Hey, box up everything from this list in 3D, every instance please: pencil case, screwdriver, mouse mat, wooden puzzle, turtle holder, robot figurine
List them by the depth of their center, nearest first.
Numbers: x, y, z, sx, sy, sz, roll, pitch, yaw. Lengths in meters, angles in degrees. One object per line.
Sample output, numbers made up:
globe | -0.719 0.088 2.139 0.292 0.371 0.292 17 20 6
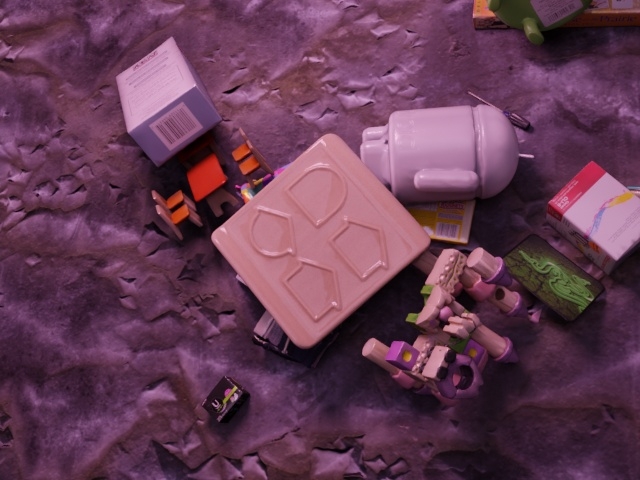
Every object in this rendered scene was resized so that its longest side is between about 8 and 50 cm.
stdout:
mouse mat | 0.470 0.071 1.406 0.189 0.007 0.152 42 51 21
wooden puzzle | 0.000 0.000 1.431 0.348 0.080 0.322 -40 76 -2
turtle holder | 0.431 -0.596 1.455 0.320 0.243 0.227 13 52 -19
robot figurine | 0.265 -0.183 1.472 0.353 0.200 0.300 -3 36 8
screwdriver | 0.407 -0.300 1.581 0.170 0.025 0.024 37 86 30
pencil case | -0.077 -0.131 1.612 0.236 0.104 0.104 -23 69 5

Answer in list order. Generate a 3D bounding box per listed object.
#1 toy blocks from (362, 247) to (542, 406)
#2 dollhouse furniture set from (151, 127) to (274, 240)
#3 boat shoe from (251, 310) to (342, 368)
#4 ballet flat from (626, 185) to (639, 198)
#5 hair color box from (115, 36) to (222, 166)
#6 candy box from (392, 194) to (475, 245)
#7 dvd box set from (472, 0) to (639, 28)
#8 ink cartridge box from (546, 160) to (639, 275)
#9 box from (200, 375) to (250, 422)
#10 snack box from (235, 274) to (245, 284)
toy blocks | 0.293 0.189 1.332 0.260 0.309 0.288 35 75 -17
dollhouse furniture set | -0.274 -0.170 1.596 0.262 0.135 0.259 -35 36 2
boat shoe | 0.004 0.118 1.512 0.158 0.127 0.340 31 91 14
ballet flat | 0.744 -0.071 1.388 0.248 0.086 0.086 0 74 14
hair color box | -0.373 -0.343 1.655 0.185 0.113 0.374 -34 37 3
candy box | 0.235 -0.052 1.541 0.206 0.027 0.105 9 71 18
dvd box set | 0.580 -0.644 1.612 0.420 0.062 0.308 3 75 16
ink cartridge box | 0.568 -0.042 1.394 0.127 0.128 0.176 -44 67 -1
box | -0.209 0.351 1.523 0.062 0.052 0.083 37 87 21
snack box | -0.136 0.083 1.544 0.064 0.022 0.178 -58 28 -5
